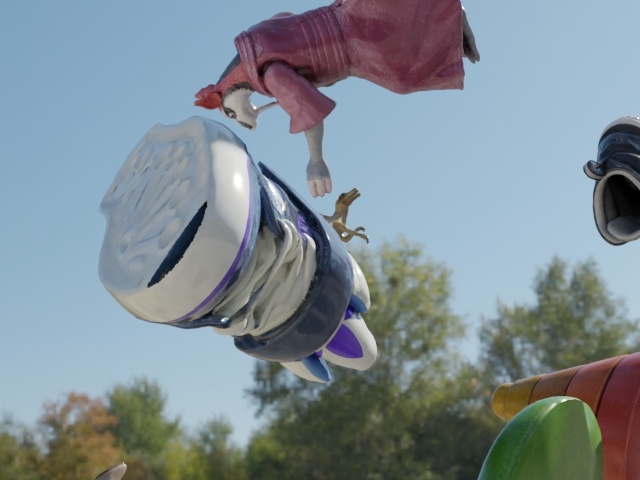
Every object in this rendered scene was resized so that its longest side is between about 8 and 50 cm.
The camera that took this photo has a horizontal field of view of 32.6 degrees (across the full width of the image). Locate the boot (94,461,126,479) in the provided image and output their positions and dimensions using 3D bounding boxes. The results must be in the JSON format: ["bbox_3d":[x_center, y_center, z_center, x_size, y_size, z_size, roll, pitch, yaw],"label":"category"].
[{"bbox_3d":[-0.311,0.390,1.609,0.118,0.087,0.042,-35,-28,-30],"label":"boot"}]

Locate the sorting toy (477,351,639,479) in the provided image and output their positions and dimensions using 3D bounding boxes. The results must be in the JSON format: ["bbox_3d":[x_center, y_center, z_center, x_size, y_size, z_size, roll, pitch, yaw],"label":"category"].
[{"bbox_3d":[0.097,0.138,0.647,0.126,0.127,0.365,8,14,37],"label":"sorting toy"}]

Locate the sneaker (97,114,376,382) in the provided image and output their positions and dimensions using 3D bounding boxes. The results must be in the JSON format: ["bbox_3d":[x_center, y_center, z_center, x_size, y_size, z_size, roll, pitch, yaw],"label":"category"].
[{"bbox_3d":[-0.031,0.026,0.779,0.236,0.130,0.323,35,1,-19],"label":"sneaker"}]

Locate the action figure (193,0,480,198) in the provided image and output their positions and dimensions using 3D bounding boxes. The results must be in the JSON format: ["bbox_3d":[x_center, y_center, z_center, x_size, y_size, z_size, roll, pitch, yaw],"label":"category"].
[{"bbox_3d":[0.012,-0.243,1.371,0.370,0.248,0.276,-21,-39,-10],"label":"action figure"}]

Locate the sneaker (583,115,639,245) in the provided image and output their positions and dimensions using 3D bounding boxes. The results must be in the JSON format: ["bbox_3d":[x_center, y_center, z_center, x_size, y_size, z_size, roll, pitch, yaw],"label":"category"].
[{"bbox_3d":[0.415,-0.018,1.298,0.153,0.268,0.101,-41,-4,-46],"label":"sneaker"}]

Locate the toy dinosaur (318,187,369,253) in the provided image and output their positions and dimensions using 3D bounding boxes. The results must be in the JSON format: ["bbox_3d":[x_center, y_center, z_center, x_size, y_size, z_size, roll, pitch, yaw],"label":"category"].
[{"bbox_3d":[0.000,0.000,1.431,0.183,0.092,0.053,-35,-22,-36],"label":"toy dinosaur"}]
